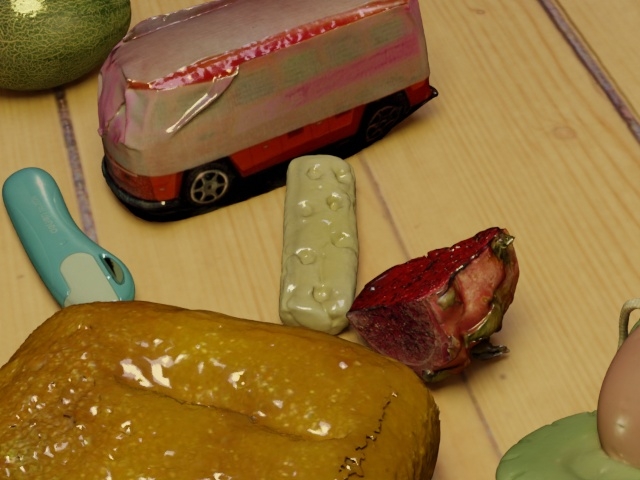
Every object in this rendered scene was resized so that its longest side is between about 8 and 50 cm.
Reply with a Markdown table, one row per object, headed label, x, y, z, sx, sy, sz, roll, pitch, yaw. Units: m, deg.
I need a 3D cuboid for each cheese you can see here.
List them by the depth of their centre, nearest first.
| label | x | y | z | sx | sy | sz | roll | pitch | yaw |
| --- | --- | --- | --- | --- | --- | --- | --- | --- | --- |
| cheese | 0.000 | 0.000 | 1.159 | 0.065 | 0.043 | 0.194 | -1 | 42 | 4 |

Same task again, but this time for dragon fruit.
| label | x | y | z | sx | sy | sz | roll | pitch | yaw |
| --- | --- | --- | --- | --- | --- | --- | --- | --- | --- |
| dragon fruit | 0.096 | 0.061 | 1.053 | 0.102 | 0.096 | 0.147 | -35 | 8 | -34 |

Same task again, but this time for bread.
| label | x | y | z | sx | sy | sz | roll | pitch | yaw |
| --- | --- | --- | --- | --- | --- | --- | --- | --- | --- |
| bread | -0.111 | 0.172 | 0.903 | 0.328 | 0.148 | 0.337 | 14 | 45 | 18 |

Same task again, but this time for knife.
| label | x | y | z | sx | sy | sz | roll | pitch | yaw |
| --- | --- | --- | --- | --- | --- | --- | --- | --- | --- |
| knife | -0.215 | 0.002 | 1.181 | 0.064 | 0.031 | 0.222 | -25 | 43 | -16 |

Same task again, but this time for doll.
| label | x | y | z | sx | sy | sz | roll | pitch | yaw |
| --- | --- | --- | --- | --- | --- | --- | --- | --- | --- |
| doll | 0.263 | 0.090 | 0.917 | 0.284 | 0.216 | 0.268 | -38 | 22 | -34 |

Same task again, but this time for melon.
| label | x | y | z | sx | sy | sz | roll | pitch | yaw |
| --- | --- | --- | --- | --- | --- | --- | --- | --- | --- |
| melon | -0.277 | -0.211 | 1.336 | 0.192 | 0.139 | 0.139 | -15 | 44 | -16 |

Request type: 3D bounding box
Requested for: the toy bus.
| label | x | y | z | sx | sy | sz | roll | pitch | yaw |
| --- | --- | --- | --- | --- | --- | --- | --- | --- | --- |
| toy bus | -0.052 | -0.135 | 1.241 | 0.303 | 0.147 | 0.127 | -21 | 40 | -20 |
